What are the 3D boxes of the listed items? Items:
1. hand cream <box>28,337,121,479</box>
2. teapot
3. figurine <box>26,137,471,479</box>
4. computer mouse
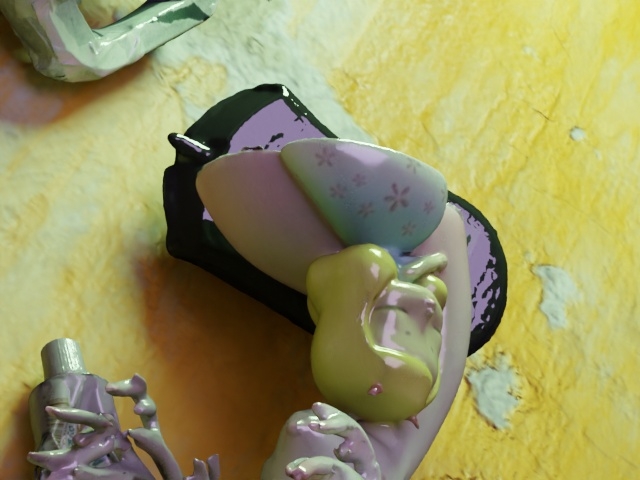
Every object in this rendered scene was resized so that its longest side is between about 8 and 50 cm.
[{"bbox_3d":[-0.145,0.175,1.176,0.084,0.050,0.257,18,55,-33],"label":"hand cream"},{"bbox_3d":[-0.182,-0.224,1.368,0.163,0.222,0.178,20,49,25],"label":"teapot"},{"bbox_3d":[-0.026,0.092,1.180,0.284,0.206,0.316,41,42,-53],"label":"figurine"},{"bbox_3d":[0.000,0.000,1.381,0.264,0.088,0.147,34,65,-14],"label":"computer mouse"}]
